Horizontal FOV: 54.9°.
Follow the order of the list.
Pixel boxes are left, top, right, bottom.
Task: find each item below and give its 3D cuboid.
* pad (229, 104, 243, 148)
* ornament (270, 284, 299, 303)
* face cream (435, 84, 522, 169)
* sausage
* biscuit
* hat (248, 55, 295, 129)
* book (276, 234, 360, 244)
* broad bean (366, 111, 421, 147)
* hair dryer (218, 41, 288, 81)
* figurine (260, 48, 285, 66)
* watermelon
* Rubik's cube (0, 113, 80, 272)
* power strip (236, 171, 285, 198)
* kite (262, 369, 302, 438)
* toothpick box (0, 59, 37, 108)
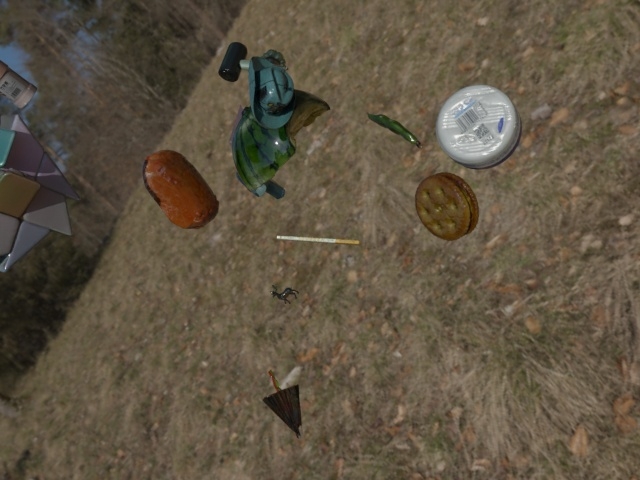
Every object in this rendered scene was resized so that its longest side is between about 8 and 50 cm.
[{"bbox_3d":[-0.330,-0.440,2.483,0.113,0.006,0.188,63,141,40],"label":"pad"},{"bbox_3d":[-0.137,0.192,2.269,0.073,0.125,0.028,-41,44,9],"label":"ornament"},{"bbox_3d":[0.402,-0.289,1.572,0.206,0.206,0.111,-39,-19,17],"label":"face cream"},{"bbox_3d":[-0.424,-0.154,1.856,0.153,0.268,0.141,-25,21,32],"label":"sausage"},{"bbox_3d":[0.386,-0.104,1.897,0.066,0.221,0.220,-26,3,-32],"label":"biscuit"},{"bbox_3d":[-0.109,-0.366,1.480,0.077,0.138,0.191,-17,67,39],"label":"hat"},{"bbox_3d":[0.000,0.000,2.255,0.208,0.295,0.020,7,-93,-85],"label":"book"},{"bbox_3d":[0.284,-0.443,2.396,0.043,0.060,0.297,-41,52,-13],"label":"broad bean"},{"bbox_3d":[-0.173,-0.475,1.657,0.057,0.197,0.101,58,-133,-64],"label":"hair dryer"},{"bbox_3d":[-0.182,-0.577,2.146,0.093,0.147,0.197,119,167,-60],"label":"figurine"},{"bbox_3d":[-0.142,-0.314,1.754,0.330,0.189,0.331,-38,14,12],"label":"watermelon"},{"bbox_3d":[-0.814,-0.108,1.479,0.358,0.368,0.388,8,79,39],"label":"Rubik's cube"},{"bbox_3d":[-0.232,-0.214,2.247,0.054,0.167,0.253,-54,-14,11],"label":"power strip"},{"bbox_3d":[-0.087,0.408,1.544,0.014,0.183,0.241,-29,-8,16],"label":"kite"},{"bbox_3d":[-1.078,-0.542,2.135,0.098,0.149,0.098,-27,43,28],"label":"toothpick box"}]
